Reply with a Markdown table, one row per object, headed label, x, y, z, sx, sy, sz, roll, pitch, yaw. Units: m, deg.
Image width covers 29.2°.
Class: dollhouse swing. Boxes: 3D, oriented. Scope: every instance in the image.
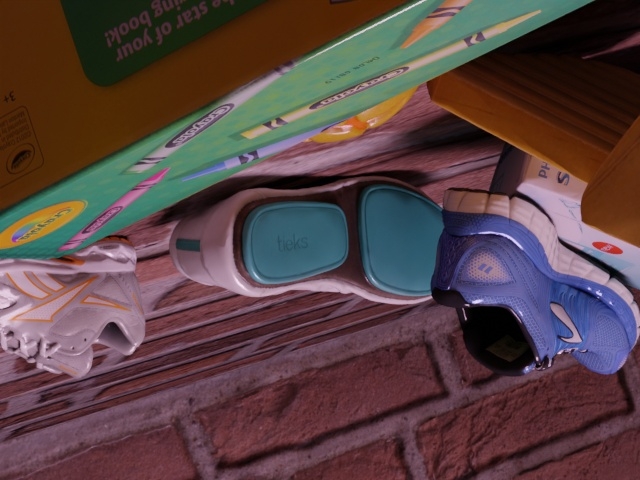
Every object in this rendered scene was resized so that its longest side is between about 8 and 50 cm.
| label | x | y | z | sx | sy | sz | roll | pitch | yaw |
| --- | --- | --- | --- | --- | --- | --- | --- | --- | --- |
| dollhouse swing | 0.310 | -0.150 | 0.899 | 0.346 | 0.305 | 0.315 | -9 | 139 | -47 |

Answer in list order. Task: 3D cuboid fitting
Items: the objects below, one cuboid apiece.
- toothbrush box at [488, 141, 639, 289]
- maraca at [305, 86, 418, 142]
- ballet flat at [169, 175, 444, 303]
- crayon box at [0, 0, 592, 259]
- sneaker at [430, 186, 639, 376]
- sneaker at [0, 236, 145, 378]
| label | x | y | z | sx | sy | sz | roll | pitch | yaw |
| --- | --- | --- | --- | --- | --- | --- | --- | --- | --- |
| toothbrush box | 0.329 | -0.037 | 1.222 | 0.295 | 0.126 | 0.216 | 21 | 167 | -1 |
| maraca | -0.016 | -0.108 | 0.719 | 0.127 | 0.099 | 0.185 | 0 | -175 | -40 |
| ballet flat | 0.000 | 0.000 | 1.284 | 0.139 | 0.139 | 0.400 | -27 | 163 | 35 |
| crayon box | -0.033 | -0.118 | 0.415 | 0.278 | 0.165 | 0.081 | -23 | 169 | 23 |
| sneaker | 0.208 | 0.074 | 1.243 | 0.129 | 0.147 | 0.330 | 10 | 163 | 47 |
| sneaker | -0.263 | 0.073 | 1.121 | 0.262 | 0.121 | 0.099 | -10 | 165 | -43 |
